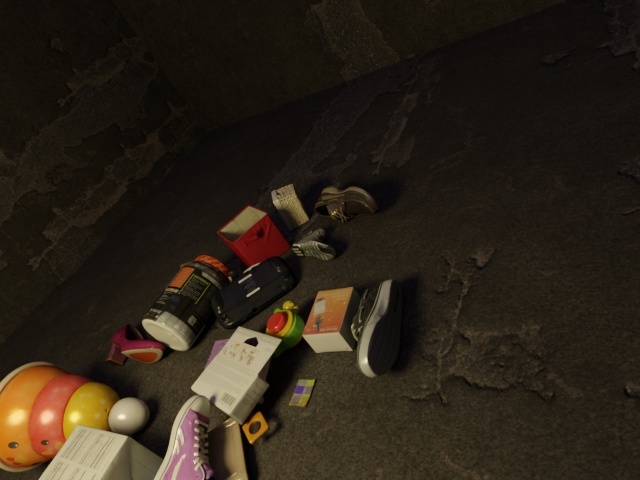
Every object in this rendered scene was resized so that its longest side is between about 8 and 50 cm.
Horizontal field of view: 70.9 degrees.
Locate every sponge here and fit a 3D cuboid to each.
[{"bbox_3d":[-0.284,0.375,1.495,0.210,0.031,0.117,-16,36,26],"label":"sponge"}]

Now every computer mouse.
[{"bbox_3d":[-0.262,0.129,1.765,0.193,0.106,0.042,-22,39,3],"label":"computer mouse"}]

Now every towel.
[{"bbox_3d":[-0.050,0.420,1.242,0.060,0.009,0.083,-9,39,36],"label":"towel"}]

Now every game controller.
[{"bbox_3d":[-0.248,0.186,1.648,0.319,0.067,0.166,-33,49,-7],"label":"game controller"}]

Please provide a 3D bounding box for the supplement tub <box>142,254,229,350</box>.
[{"bbox_3d":[-0.498,0.230,1.720,0.207,0.207,0.338,-5,41,38],"label":"supplement tub"}]

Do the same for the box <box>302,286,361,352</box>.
[{"bbox_3d":[0.043,0.235,1.333,0.130,0.091,0.170,-12,37,31],"label":"box"}]

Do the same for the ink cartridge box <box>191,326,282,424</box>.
[{"bbox_3d":[-0.238,0.384,1.327,0.275,0.060,0.239,-1,45,53],"label":"ink cartridge box"}]

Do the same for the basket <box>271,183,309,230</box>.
[{"bbox_3d":[-0.129,-0.147,1.945,0.103,0.167,0.113,-26,32,4],"label":"basket"}]

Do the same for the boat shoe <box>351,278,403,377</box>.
[{"bbox_3d":[0.147,0.242,1.229,0.119,0.121,0.335,-22,21,32],"label":"boat shoe"}]

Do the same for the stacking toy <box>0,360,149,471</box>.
[{"bbox_3d":[-0.791,0.574,1.484,0.480,0.350,0.350,-6,38,14],"label":"stacking toy"}]

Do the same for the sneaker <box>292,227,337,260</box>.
[{"bbox_3d":[0.000,0.000,1.704,0.229,0.086,0.132,5,46,47],"label":"sneaker"}]

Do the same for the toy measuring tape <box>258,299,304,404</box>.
[{"bbox_3d":[-0.119,0.322,1.353,0.121,0.121,0.330,-12,46,31],"label":"toy measuring tape"}]

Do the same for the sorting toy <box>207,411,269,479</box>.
[{"bbox_3d":[-0.270,0.592,1.176,0.348,0.047,0.196,-33,36,1],"label":"sorting toy"}]

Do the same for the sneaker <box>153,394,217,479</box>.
[{"bbox_3d":[-0.308,0.543,1.146,0.161,0.102,0.282,-5,55,29],"label":"sneaker"}]

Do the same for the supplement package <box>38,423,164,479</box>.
[{"bbox_3d":[-0.590,0.655,1.227,0.263,0.199,0.198,-8,40,35],"label":"supplement package"}]

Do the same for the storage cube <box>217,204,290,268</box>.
[{"bbox_3d":[-0.273,-0.003,1.849,0.183,0.193,0.215,-43,34,-16],"label":"storage cube"}]

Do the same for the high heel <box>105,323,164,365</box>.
[{"bbox_3d":[-0.715,0.385,1.772,0.377,0.127,0.181,-14,47,34],"label":"high heel"}]

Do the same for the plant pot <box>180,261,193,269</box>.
[{"bbox_3d":[-0.579,0.144,2.039,0.083,0.081,0.081,-23,31,-2],"label":"plant pot"}]

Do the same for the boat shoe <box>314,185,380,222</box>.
[{"bbox_3d":[0.098,-0.125,1.768,0.130,0.132,0.355,-54,27,-13],"label":"boat shoe"}]
